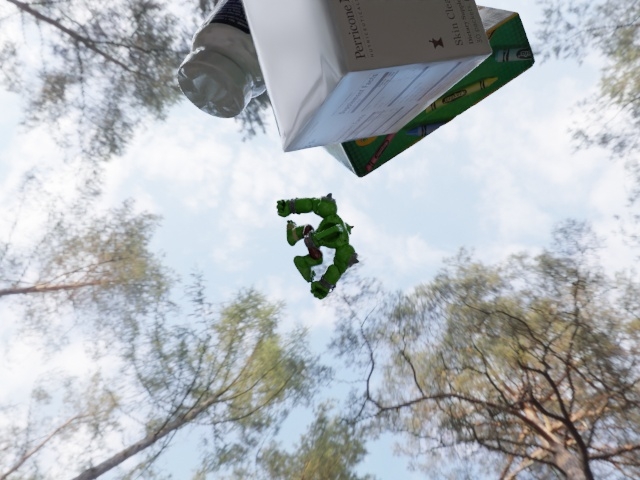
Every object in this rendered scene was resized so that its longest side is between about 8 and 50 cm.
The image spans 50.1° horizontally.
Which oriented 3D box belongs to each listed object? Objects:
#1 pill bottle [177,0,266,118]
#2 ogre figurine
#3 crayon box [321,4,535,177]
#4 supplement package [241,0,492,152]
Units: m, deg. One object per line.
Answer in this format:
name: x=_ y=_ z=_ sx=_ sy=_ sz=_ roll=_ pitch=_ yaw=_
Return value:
pill bottle: x=-0.134 y=-0.348 z=1.202 sx=0.153 sy=0.153 sz=0.264 roll=22 pitch=-122 yaw=7
ogre figurine: x=0.000 y=0.000 z=1.266 sx=0.118 sy=0.097 sz=0.197 roll=-25 pitch=-116 yaw=27
crayon box: x=0.120 y=-0.212 z=0.922 sx=0.278 sy=0.165 sz=0.081 roll=-33 pitch=-59 yaw=-5
supplement package: x=0.019 y=-0.250 z=0.669 sx=0.145 sy=0.204 sz=0.261 roll=-14 pitch=-97 yaw=-21
